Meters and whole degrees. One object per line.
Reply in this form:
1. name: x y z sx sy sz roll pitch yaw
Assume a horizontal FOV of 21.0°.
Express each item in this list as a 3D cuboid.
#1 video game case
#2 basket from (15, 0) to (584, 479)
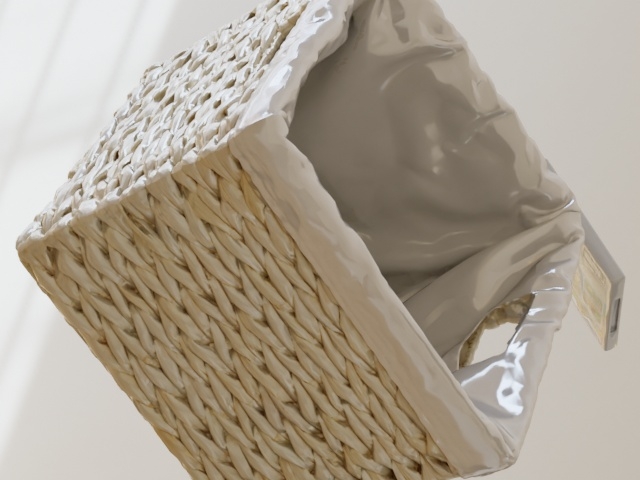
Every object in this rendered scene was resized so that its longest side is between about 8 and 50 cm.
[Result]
1. video game case: 0.256 0.015 1.730 0.143 0.019 0.157 80 -16 -58
2. basket: 0.000 0.000 1.345 0.331 0.266 0.328 53 34 -19
